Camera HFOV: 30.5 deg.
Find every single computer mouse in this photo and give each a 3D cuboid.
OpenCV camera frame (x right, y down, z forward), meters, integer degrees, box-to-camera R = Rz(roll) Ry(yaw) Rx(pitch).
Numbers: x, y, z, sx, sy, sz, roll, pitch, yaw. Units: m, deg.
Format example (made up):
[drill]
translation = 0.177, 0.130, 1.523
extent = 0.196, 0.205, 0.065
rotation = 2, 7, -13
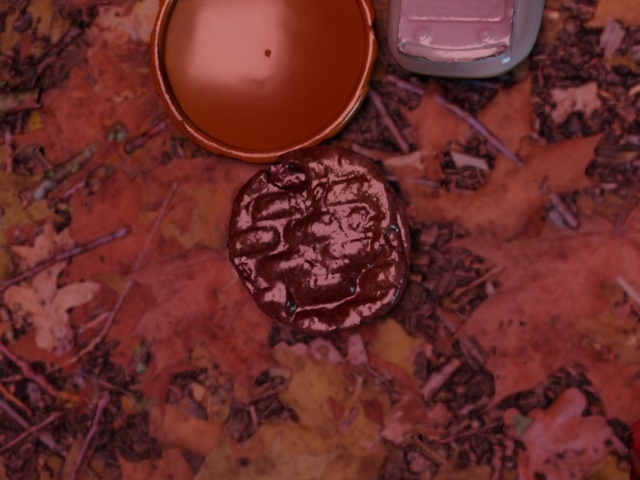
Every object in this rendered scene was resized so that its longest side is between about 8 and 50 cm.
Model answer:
[computer mouse]
translation = 0.118, -0.242, 0.926
extent = 0.126, 0.056, 0.245
rotation = 3, 80, 15

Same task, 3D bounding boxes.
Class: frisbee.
[frisbee]
translation = -0.045, -0.156, 0.960
extent = 0.192, 0.035, 0.192
rotation = -1, 87, 11

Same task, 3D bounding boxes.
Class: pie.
[pie]
translation = 0.000, 0.000, 0.914
extent = 0.153, 0.038, 0.153
rotation = -1, 87, 12

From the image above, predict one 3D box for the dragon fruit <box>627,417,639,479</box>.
[dragon fruit]
translation = 0.280, 0.173, 0.786
extent = 0.153, 0.153, 0.111
rotation = -2, 112, 14
